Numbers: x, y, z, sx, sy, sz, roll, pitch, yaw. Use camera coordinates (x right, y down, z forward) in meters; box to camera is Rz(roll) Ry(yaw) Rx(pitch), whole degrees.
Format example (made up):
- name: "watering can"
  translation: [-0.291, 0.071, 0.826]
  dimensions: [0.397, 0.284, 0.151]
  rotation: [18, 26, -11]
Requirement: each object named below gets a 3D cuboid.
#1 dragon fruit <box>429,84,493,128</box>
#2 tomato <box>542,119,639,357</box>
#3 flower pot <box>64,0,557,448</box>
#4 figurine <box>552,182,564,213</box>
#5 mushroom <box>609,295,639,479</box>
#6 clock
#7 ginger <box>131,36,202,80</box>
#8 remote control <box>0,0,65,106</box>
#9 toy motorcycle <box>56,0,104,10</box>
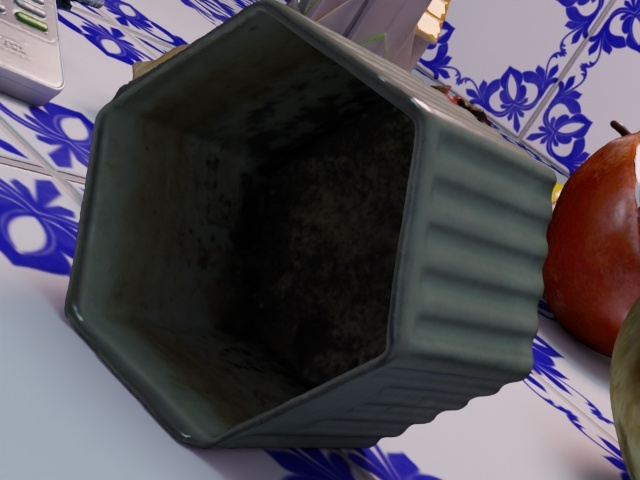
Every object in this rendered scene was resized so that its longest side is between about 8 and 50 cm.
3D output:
- name: "dragon fruit"
  translation: [0.159, -0.124, 1.792]
  dimensions: [0.166, 0.160, 0.172]
  rotation: [9, 18, -16]
- name: "tomato"
  translation: [0.332, 0.025, 1.559]
  dimensions: [0.170, 0.309, 0.309]
  rotation: [-9, -10, 28]
- name: "flower pot"
  translation: [0.000, 0.000, 0.767]
  dimensions: [0.189, 0.239, 0.209]
  rotation: [14, 52, -57]
- name: "figurine"
  translation: [0.345, 0.003, 1.866]
  dimensions: [0.234, 0.127, 0.185]
  rotation: [41, 19, -11]
- name: "mushroom"
  translation: [0.395, 0.129, 1.059]
  dimensions: [0.352, 0.260, 0.352]
  rotation: [2, 35, -1]
- name: "clock"
  translation: [0.043, -0.270, 1.679]
  dimensions: [0.166, 0.309, 0.235]
  rotation: [30, 12, -19]
- name: "ginger"
  translation: [-0.035, -0.123, 1.338]
  dimensions: [0.348, 0.122, 0.363]
  rotation: [36, 23, -27]
- name: "remote control"
  translation: [-0.269, -0.226, 1.129]
  dimensions: [0.103, 0.034, 0.250]
  rotation: [23, 43, -42]
- name: "toy motorcycle"
  translation: [-0.328, -0.267, 1.262]
  dimensions: [0.254, 0.092, 0.135]
  rotation: [16, 10, -26]
